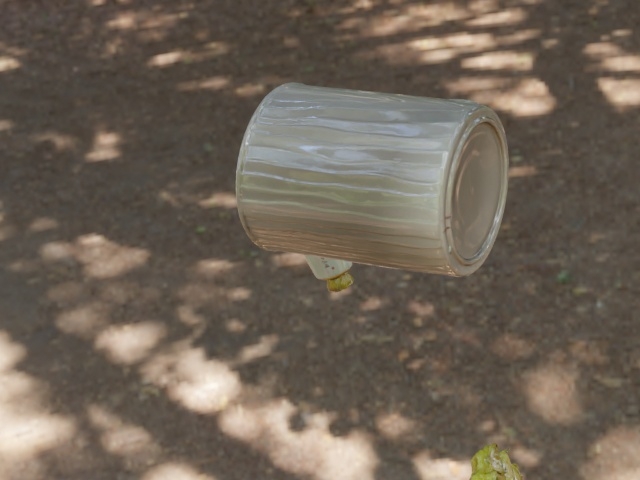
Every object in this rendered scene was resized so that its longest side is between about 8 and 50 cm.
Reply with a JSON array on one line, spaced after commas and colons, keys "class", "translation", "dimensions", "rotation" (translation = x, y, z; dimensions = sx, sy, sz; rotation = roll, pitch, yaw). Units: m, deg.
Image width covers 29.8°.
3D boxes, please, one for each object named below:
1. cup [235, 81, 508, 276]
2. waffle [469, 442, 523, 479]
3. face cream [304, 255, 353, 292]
[{"class": "cup", "translation": [0.079, -0.076, 1.448], "dimensions": [0.273, 0.208, 0.288], "rotation": [9, 7, 30]}, {"class": "waffle", "translation": [0.196, 0.325, 1.178], "dimensions": [0.059, 0.237, 0.243], "rotation": [-21, 18, 18]}, {"class": "face cream", "translation": [0.000, 0.000, 1.984], "dimensions": [0.072, 0.182, 0.051], "rotation": [-18, 21, 18]}]
